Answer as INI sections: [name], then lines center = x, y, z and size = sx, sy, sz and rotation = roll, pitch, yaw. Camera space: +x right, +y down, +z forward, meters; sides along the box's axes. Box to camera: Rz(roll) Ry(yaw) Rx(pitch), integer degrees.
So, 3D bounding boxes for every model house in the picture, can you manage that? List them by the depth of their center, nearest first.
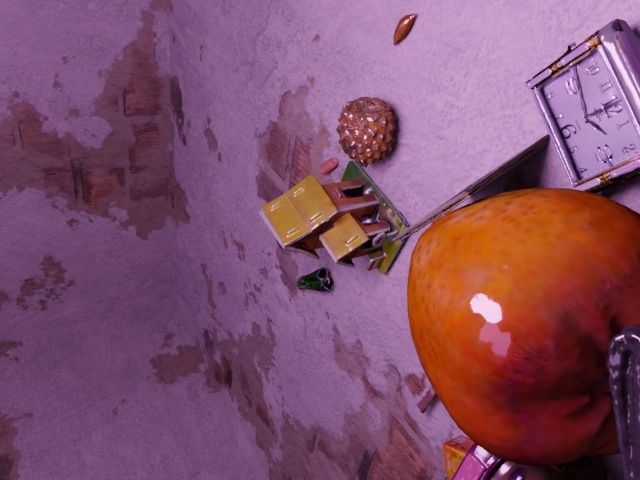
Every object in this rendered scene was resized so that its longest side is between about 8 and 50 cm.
[model house]
center = 0.000, 0.000, 1.476
size = 0.300, 0.323, 0.340
rotation = 57, 143, 30

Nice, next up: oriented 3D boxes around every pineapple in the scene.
[pineapple]
center = 0.118, -0.272, 1.353
size = 0.166, 0.166, 0.193
rotation = 47, 149, 39

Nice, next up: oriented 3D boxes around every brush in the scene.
[brush]
center = 0.320, 0.367, 1.353
size = 0.301, 0.071, 0.084
rotation = 108, 148, -41

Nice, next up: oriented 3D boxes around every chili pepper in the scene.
[chili pepper]
center = -0.032, 0.154, 1.843
size = 0.226, 0.059, 0.088
rotation = -23, 86, 60

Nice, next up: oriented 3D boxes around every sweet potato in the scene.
[sweet potato]
center = 0.197, -0.509, 1.245
size = 0.095, 0.034, 0.034
rotation = -51, 59, 49

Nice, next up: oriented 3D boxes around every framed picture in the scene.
[framed picture]
center = 0.293, -0.098, 1.012
size = 0.018, 0.293, 0.231
rotation = 56, 147, 4

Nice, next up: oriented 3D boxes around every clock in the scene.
[clock]
center = 0.471, -0.214, 0.872
size = 0.186, 0.083, 0.254
rotation = -32, 74, 57

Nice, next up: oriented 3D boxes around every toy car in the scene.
[toy car]
center = 0.423, 0.495, 0.981
size = 0.240, 0.340, 0.272
rotation = 41, 112, 52

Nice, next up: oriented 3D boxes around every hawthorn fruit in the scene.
[hawthorn fruit]
center = 0.364, 0.127, 0.881
size = 0.471, 0.471, 0.473
rotation = 28, 124, 51

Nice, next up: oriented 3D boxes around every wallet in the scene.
[wallet]
center = 0.508, 0.169, 0.648
size = 0.062, 0.405, 0.229
rotation = -4, 98, 61

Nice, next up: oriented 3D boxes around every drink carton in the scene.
[drink carton]
center = 0.410, 0.565, 1.275
size = 0.222, 0.070, 0.096
rotation = -1, 99, 58

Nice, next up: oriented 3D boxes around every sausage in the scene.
[sausage]
center = 0.025, -0.232, 1.626
size = 0.083, 0.034, 0.034
rotation = -28, 78, 59

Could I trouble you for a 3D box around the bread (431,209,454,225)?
[bread]
center = 0.310, -0.024, 1.257
size = 0.110, 0.024, 0.110
rotation = 26, 123, 50
